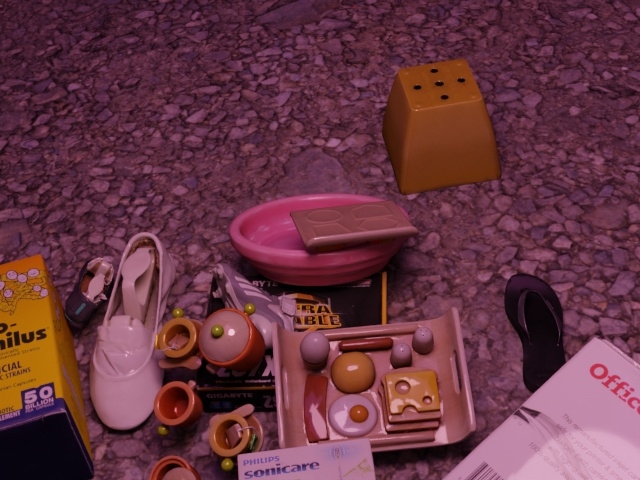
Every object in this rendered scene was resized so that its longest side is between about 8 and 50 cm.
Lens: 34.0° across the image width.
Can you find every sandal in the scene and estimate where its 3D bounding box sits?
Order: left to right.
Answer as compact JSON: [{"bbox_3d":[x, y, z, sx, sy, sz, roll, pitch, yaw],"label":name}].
[{"bbox_3d":[0.381,0.149,1.817,0.097,0.054,0.255,-6,45,1],"label":"sandal"}]

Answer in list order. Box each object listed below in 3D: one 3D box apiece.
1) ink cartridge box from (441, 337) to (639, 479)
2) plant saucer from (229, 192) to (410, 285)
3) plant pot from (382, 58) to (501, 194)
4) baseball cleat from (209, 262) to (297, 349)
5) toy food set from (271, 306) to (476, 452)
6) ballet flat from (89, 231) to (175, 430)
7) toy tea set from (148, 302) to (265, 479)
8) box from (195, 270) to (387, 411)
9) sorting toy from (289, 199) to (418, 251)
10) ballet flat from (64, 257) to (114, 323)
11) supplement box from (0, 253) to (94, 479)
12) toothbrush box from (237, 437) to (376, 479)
[{"bbox_3d":[0.362,0.375,1.456,0.395,0.166,0.285,-41,52,-9],"label":"ink cartridge box"},{"bbox_3d":[0.000,0.000,1.927,0.332,0.084,0.332,-3,20,1],"label":"plant saucer"},{"bbox_3d":[0.242,-0.246,2.131,0.212,0.187,0.212,-10,45,-2],"label":"plant pot"},{"bbox_3d":[-0.108,0.108,1.815,0.109,0.072,0.206,-16,50,-26],"label":"baseball cleat"},{"bbox_3d":[0.081,0.217,1.661,0.306,0.092,0.220,-5,59,-1],"label":"toy food set"},{"bbox_3d":[-0.339,0.143,1.861,0.139,0.139,0.400,-2,46,5],"label":"ballet flat"},{"bbox_3d":[-0.192,0.252,1.653,0.200,0.124,0.336,-8,66,17],"label":"toy tea set"},{"bbox_3d":[-0.043,0.174,1.832,0.321,0.079,0.257,-1,47,6],"label":"box"},{"bbox_3d":[0.055,-0.024,1.820,0.193,0.038,0.208,-7,16,-8],"label":"sorting toy"},{"bbox_3d":[-0.416,0.078,1.945,0.074,0.074,0.203,-1,29,6],"label":"ballet flat"},{"bbox_3d":[-0.516,0.228,1.752,0.194,0.195,0.357,-16,45,-8],"label":"supplement box"},{"bbox_3d":[-0.008,0.448,1.526,0.206,0.122,0.283,-7,44,0],"label":"toothbrush box"}]
